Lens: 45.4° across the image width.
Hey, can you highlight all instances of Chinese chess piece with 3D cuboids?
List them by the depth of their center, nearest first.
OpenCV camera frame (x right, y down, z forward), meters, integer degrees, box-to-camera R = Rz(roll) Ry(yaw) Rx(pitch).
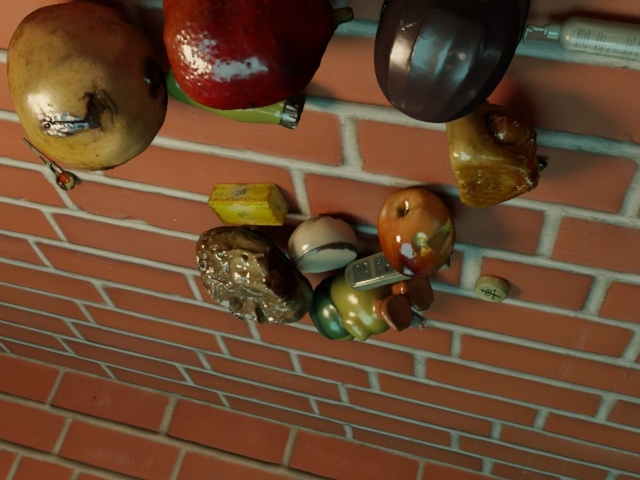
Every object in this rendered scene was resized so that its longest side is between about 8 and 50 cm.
[{"bbox_3d":[0.426,0.121,1.903,0.084,0.034,0.084,15,149,9],"label":"Chinese chess piece"}]

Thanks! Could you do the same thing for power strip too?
[{"bbox_3d":[0.180,0.057,1.826,0.286,0.080,0.048,-18,151,26],"label":"power strip"}]

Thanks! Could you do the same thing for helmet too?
[{"bbox_3d":[0.192,-0.308,1.196,0.225,0.177,0.305,19,151,3],"label":"helmet"}]

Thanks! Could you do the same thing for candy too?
[{"bbox_3d":[-0.719,-0.201,2.017,0.055,0.049,0.184,-14,129,33],"label":"candy"},{"bbox_3d":[0.220,0.212,2.162,0.175,0.045,0.043,18,-176,-1],"label":"candy"}]

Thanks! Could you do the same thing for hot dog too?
[{"bbox_3d":[0.315,-0.154,1.375,0.153,0.150,0.256,-9,160,13],"label":"hot dog"}]

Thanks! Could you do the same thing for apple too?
[{"bbox_3d":[0.207,-0.023,1.661,0.199,0.199,0.199,14,150,8],"label":"apple"}]

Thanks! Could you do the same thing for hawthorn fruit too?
[{"bbox_3d":[-0.099,-0.341,1.236,0.307,0.265,0.265,-5,147,4],"label":"hawthorn fruit"}]

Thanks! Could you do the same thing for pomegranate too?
[{"bbox_3d":[-0.437,-0.289,1.445,0.322,0.322,0.322,14,150,8],"label":"pomegranate"}]

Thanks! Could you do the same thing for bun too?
[{"bbox_3d":[0.000,0.000,1.855,0.173,0.120,0.173,-13,158,-5],"label":"bun"}]

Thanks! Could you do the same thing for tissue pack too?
[{"bbox_3d":[-0.177,-0.087,1.871,0.176,0.062,0.095,1,146,26],"label":"tissue pack"}]

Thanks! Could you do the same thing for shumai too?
[{"bbox_3d":[-0.132,0.065,1.886,0.346,0.217,0.283,36,151,-13],"label":"shumai"}]

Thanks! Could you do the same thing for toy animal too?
[{"bbox_3d":[0.105,0.152,1.990,0.338,0.216,0.191,-15,109,49],"label":"toy animal"}]

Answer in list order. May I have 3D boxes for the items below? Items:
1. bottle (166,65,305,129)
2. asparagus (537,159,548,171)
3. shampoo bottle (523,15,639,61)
[{"bbox_3d":[-0.159,-0.289,1.481,0.260,0.112,0.112,19,150,-2],"label":"bottle"},{"bbox_3d":[0.373,-0.136,1.517,0.165,0.030,0.036,-8,117,41],"label":"asparagus"},{"bbox_3d":[0.414,-0.315,1.175,0.195,0.056,0.056,12,149,10],"label":"shampoo bottle"}]
